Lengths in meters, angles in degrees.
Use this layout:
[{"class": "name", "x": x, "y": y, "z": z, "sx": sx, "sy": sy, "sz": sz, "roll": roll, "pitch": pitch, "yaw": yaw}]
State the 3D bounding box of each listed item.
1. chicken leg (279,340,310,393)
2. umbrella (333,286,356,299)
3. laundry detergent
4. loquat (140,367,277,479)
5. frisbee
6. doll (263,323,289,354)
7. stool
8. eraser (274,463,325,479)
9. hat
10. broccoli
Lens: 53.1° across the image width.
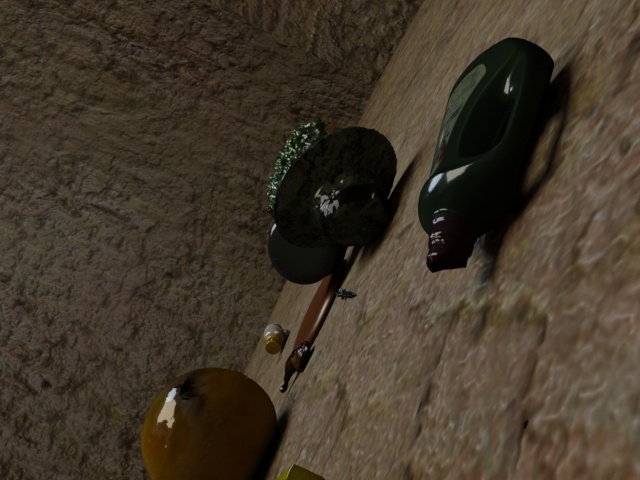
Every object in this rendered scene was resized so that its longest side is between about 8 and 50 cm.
[{"class": "chicken leg", "x": -0.051, "y": 0.257, "z": 1.314, "sx": 0.062, "sy": 0.037, "sz": 0.145, "roll": -87, "pitch": 21, "yaw": -43}, {"class": "umbrella", "x": 0.046, "y": 0.098, "z": 1.154, "sx": 0.022, "sy": 0.022, "sz": 0.149, "roll": -28, "pitch": 7, "yaw": -11}, {"class": "laundry detergent", "x": 0.139, "y": -0.070, "z": 0.564, "sx": 0.144, "sy": 0.078, "sz": 0.221, "roll": -51, "pitch": 13, "yaw": 55}, {"class": "loquat", "x": -0.206, "y": 0.373, "z": 1.211, "sx": 0.263, "sy": 0.263, "sz": 0.263, "roll": -64, "pitch": 4, "yaw": 8}, {"class": "frisbee", "x": -0.005, "y": 0.152, "z": 1.433, "sx": 0.250, "sy": 0.021, "sz": 0.251, "roll": -62, "pitch": 5, "yaw": 10}, {"class": "doll", "x": -0.127, "y": 0.283, "z": 1.908, "sx": 0.084, "sy": 0.073, "sz": 0.127, "roll": -29, "pitch": 18, "yaw": 12}, {"class": "stool", "x": 0.002, "y": 0.009, "z": 1.362, "sx": 0.139, "sy": 0.228, "sz": 0.153, "roll": -18, "pitch": -74, "yaw": -65}, {"class": "eraser", "x": -0.045, "y": 0.321, "z": 0.735, "sx": 0.122, "sy": 0.045, "sz": 0.097, "roll": 119, "pitch": 175, "yaw": -55}, {"class": "hat", "x": 0.051, "y": -0.059, "z": 1.143, "sx": 0.265, "sy": 0.266, "sz": 0.128, "roll": -62, "pitch": 38, "yaw": 26}, {"class": "broccoli", "x": -0.038, "y": -0.176, "z": 1.819, "sx": 0.324, "sy": 0.272, "sz": 0.334, "roll": -11, "pitch": -57, "yaw": -66}]
